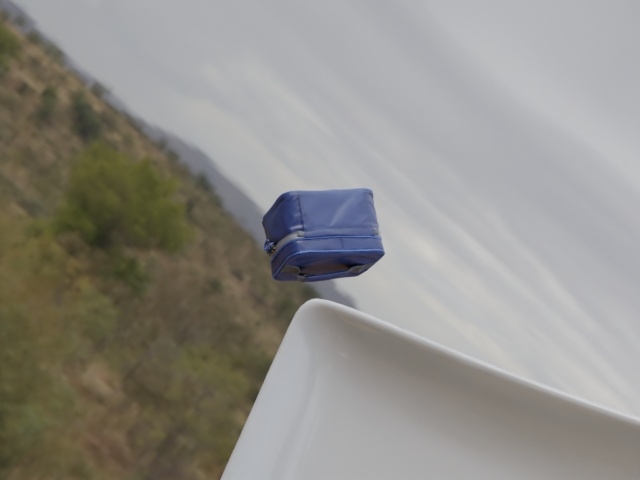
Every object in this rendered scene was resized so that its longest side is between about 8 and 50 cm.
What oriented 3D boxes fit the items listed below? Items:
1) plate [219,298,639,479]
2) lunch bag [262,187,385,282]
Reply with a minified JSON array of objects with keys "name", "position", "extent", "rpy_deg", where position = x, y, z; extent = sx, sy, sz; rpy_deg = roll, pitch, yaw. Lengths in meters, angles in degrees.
[{"name":"plate","position":[0.050,0.192,0.683],"extent":[0.278,0.277,0.045],"rpy_deg":[18,-12,35]},{"name":"lunch bag","position":[0.000,0.000,1.237],"extent":[0.067,0.098,0.065],"rpy_deg":[129,-47,-58]}]
